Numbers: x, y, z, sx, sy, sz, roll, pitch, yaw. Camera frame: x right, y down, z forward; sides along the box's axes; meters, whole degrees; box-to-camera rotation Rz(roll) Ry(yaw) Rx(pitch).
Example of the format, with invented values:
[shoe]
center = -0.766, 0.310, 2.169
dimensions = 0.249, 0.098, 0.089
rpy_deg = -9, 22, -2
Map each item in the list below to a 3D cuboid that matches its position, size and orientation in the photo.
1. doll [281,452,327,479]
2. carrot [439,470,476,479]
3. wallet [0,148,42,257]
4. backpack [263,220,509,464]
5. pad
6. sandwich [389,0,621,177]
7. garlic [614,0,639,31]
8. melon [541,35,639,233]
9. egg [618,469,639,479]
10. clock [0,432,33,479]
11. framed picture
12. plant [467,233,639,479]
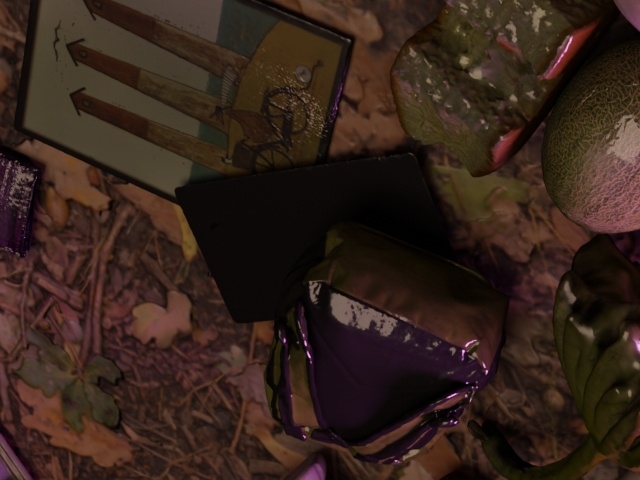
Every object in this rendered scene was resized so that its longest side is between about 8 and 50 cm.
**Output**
[doll]
center = 0.041, 0.358, 1.878
dimensions = 0.271, 0.144, 0.208
rpy_deg = 32, 107, 5
[carrot]
center = 0.102, 0.294, 1.789
dimensions = 0.055, 0.161, 0.055
rpy_deg = 33, 168, 8
[wallet]
center = -0.361, -0.059, 1.913
dimensions = 0.166, 0.030, 0.111
rpy_deg = 24, 127, 16
[backpack]
center = 0.048, 0.110, 1.707
dimensions = 0.207, 0.140, 0.253
rpy_deg = 25, 140, 2
[pad]
center = 0.000, 0.000, 1.751
dimensions = 0.265, 0.009, 0.159
rpy_deg = -7, 119, 31
[sandwich]
center = 0.137, -0.135, 1.539
dimensions = 0.122, 0.128, 0.236
rpy_deg = 40, 128, 13
[garlic]
center = 0.336, -0.227, 1.342
dimensions = 0.281, 0.184, 0.203
rpy_deg = 2, 98, 30
[melon]
center = 0.254, -0.088, 1.492
dimensions = 0.139, 0.139, 0.192
rpy_deg = 41, 126, 3
[egg]
center = 0.318, 0.259, 1.644
dimensions = 0.151, 0.151, 0.209
rpy_deg = 32, 115, 9
[clock]
center = -0.417, 0.238, 2.040
dimensions = 0.071, 0.147, 0.192
rpy_deg = -24, 103, 41
[framed picture]
center = -0.136, -0.144, 1.755
dimensions = 0.324, 0.013, 0.244
rpy_deg = 24, 125, 14
[plant]
center = 0.272, 0.151, 1.607
dimensions = 0.333, 0.180, 0.251
rpy_deg = 102, 155, -50
